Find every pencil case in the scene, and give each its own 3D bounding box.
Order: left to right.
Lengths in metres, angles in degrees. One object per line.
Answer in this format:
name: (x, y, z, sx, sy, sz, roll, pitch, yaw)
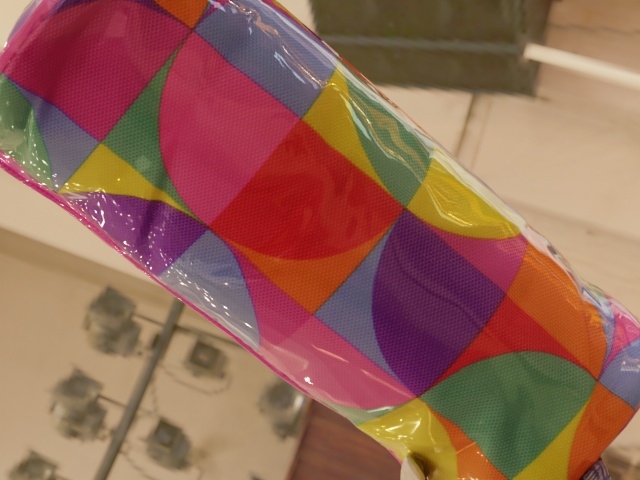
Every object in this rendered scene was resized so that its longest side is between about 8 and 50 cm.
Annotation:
pencil case: (0.000, 0.000, 0.461, 0.104, 0.236, 0.104, -47, 9, 10)
